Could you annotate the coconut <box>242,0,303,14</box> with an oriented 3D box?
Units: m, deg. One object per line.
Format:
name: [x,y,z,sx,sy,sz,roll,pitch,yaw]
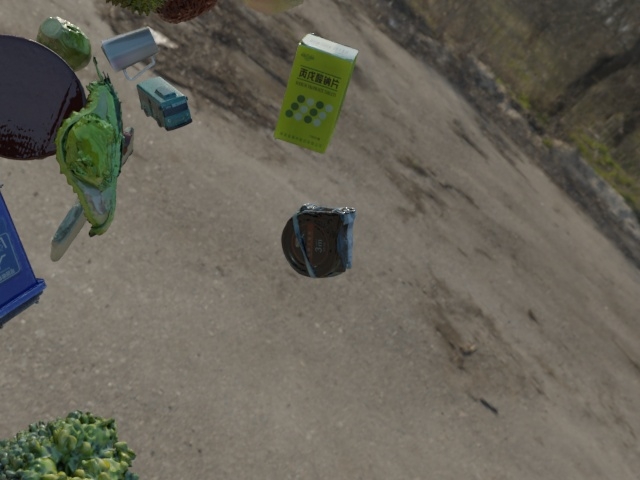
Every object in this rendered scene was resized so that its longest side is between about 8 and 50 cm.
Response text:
coconut: [-0.125,-0.706,1.821,0.197,0.236,0.237,10,33,-10]

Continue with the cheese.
cheese: [-0.530,-0.120,1.651,0.034,0.085,0.400,20,51,-3]

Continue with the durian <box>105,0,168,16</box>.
durian: [-0.407,-0.583,1.474,0.237,0.176,0.200,26,-13,-25]

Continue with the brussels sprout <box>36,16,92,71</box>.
brussels sprout: [-0.679,-0.510,1.853,0.155,0.155,0.117,30,72,-26]

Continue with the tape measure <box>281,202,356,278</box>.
tape measure: [-0.004,0.000,1.734,0.181,0.182,0.107,13,18,29]

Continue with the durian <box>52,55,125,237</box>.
durian: [-0.465,-0.190,1.425,0.132,0.375,0.107,7,7,33]

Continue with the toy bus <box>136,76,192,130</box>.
toy bus: [-0.392,-0.344,1.760,0.079,0.091,0.160,-26,44,-24]

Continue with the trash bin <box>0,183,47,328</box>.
trash bin: [-0.612,0.027,1.224,0.184,0.234,0.162,3,25,20]

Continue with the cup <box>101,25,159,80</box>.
cup: [-0.420,-0.415,1.571,0.074,0.116,0.104,-127,-164,-65]

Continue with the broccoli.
broccoli: [-0.330,0.333,0.946,0.273,0.242,0.180,37,53,-17]

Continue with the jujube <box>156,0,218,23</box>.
jujube: [-0.338,-0.612,1.764,0.109,0.176,0.112,-29,110,-60]

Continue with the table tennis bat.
table tennis bat: [-0.626,-0.294,1.571,0.415,0.268,0.051,21,7,-24]

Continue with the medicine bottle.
medicine bottle: [-0.012,-0.354,1.691,0.137,0.250,0.141,19,28,1]
